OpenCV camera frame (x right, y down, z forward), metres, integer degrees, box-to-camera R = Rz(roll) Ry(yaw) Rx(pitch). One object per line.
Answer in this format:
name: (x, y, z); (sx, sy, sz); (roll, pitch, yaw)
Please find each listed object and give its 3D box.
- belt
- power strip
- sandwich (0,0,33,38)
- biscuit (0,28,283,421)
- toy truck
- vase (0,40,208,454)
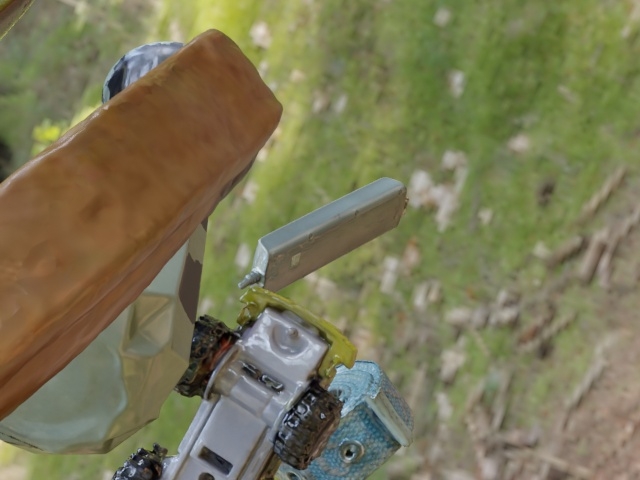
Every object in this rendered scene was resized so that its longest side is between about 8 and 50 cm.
belt: (0.017, 0.180, 1.640); (0.147, 0.082, 0.163); (-37, 10, 11)
power strip: (0.000, 0.000, 1.742); (0.027, 0.252, 0.060); (33, 129, 28)
sandwich: (-0.309, -0.199, 1.482); (0.088, 0.090, 0.244); (-44, 10, 37)
biscuit: (-0.202, 0.076, 0.724); (0.350, 0.078, 0.455); (-39, 5, -36)
toy truck: (-0.075, 0.174, 1.324); (0.286, 0.136, 0.111); (-61, -12, 12)
vase: (-0.141, -0.009, 1.188); (0.165, 0.165, 0.360); (-54, 10, 30)
